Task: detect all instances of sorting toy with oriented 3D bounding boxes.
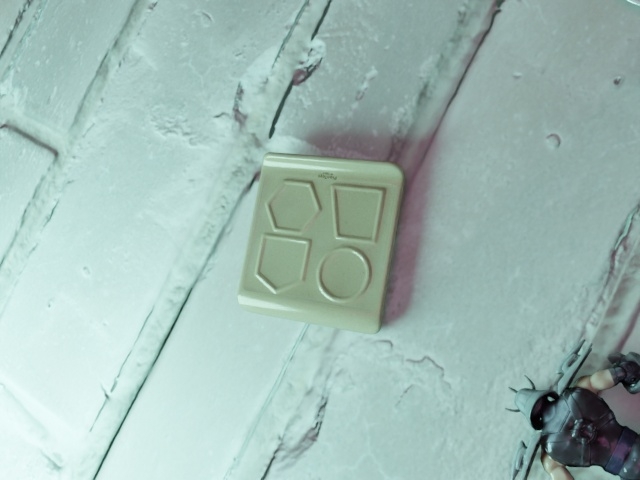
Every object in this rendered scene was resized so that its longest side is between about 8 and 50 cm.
[{"bbox_3d":[0.000,0.000,0.767,0.193,0.038,0.208,8,87,22],"label":"sorting toy"}]

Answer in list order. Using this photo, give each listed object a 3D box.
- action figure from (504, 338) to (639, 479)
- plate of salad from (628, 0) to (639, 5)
[{"bbox_3d":[0.306,0.212,0.579,0.285,0.099,0.185,25,96,35],"label":"action figure"},{"bbox_3d":[0.407,-0.348,0.672,0.200,0.048,0.199,-4,78,20],"label":"plate of salad"}]
